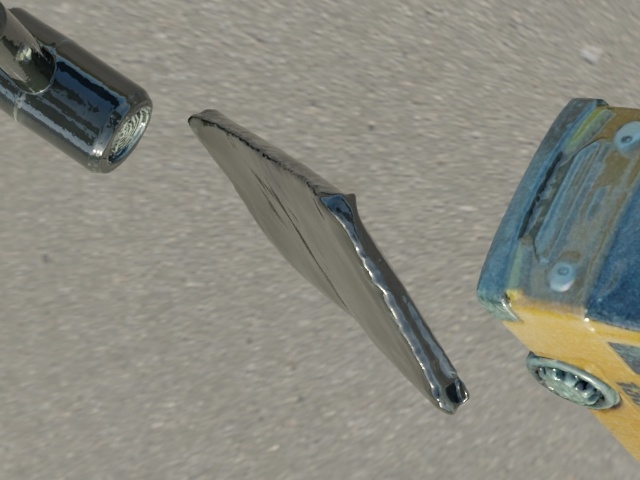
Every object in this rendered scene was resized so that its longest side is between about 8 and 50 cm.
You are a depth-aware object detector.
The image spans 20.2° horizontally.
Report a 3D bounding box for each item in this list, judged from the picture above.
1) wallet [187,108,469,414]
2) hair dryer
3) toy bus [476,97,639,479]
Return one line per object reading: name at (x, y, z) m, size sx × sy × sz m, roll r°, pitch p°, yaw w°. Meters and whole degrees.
wallet at (-0.001, 0.000, 1.070) m, size 0.030 × 0.285 × 0.146 m, roll -37°, pitch 112°, yaw -6°
hair dryer at (-0.193, -0.120, 1.206) m, size 0.124 × 0.219 × 0.071 m, roll 33°, pitch 84°, yaw 13°
toy bus at (0.143, 0.037, 0.608) m, size 0.103 × 0.182 × 0.091 m, roll 8°, pitch 63°, yaw 45°
